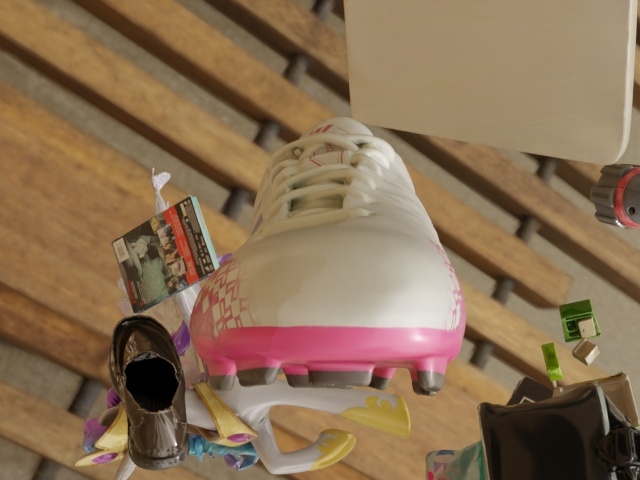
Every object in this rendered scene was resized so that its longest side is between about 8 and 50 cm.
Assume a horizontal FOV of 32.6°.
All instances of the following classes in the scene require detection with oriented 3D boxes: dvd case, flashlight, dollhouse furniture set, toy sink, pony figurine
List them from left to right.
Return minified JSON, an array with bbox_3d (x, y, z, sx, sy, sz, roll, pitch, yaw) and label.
[{"bbox_3d":[-0.165,0.016,1.154,0.119,0.013,0.087,-28,-105,27],"label":"dvd case"},{"bbox_3d":[-0.112,0.125,1.287,0.302,0.364,0.350,107,-24,-48],"label":"pony figurine"},{"bbox_3d":[0.150,-0.167,0.854,0.234,0.152,0.131,13,-148,33],"label":"toy sink"},{"bbox_3d":[0.266,0.139,1.089,0.076,0.058,0.151,-14,-126,12],"label":"dollhouse furniture set"},{"bbox_3d":[0.542,-0.047,1.591,0.103,0.103,0.304,-32,-152,-27],"label":"flashlight"}]

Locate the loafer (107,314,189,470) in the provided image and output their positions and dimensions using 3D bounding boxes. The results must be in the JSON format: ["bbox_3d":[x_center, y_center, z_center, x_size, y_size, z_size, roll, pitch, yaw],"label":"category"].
[{"bbox_3d":[-0.175,0.141,1.147,0.220,0.080,0.078,-120,-150,-52],"label":"loafer"}]

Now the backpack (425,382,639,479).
[{"bbox_3d":[0.197,0.244,0.812,0.191,0.253,0.225,-20,-122,28],"label":"backpack"}]

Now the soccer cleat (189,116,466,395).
[{"bbox_3d":[0.000,0.000,0.540,0.331,0.116,0.143,110,-19,-86],"label":"soccer cleat"}]

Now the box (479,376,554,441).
[{"bbox_3d":[0.291,0.367,1.256,0.296,0.182,0.294,27,-109,42],"label":"box"}]
